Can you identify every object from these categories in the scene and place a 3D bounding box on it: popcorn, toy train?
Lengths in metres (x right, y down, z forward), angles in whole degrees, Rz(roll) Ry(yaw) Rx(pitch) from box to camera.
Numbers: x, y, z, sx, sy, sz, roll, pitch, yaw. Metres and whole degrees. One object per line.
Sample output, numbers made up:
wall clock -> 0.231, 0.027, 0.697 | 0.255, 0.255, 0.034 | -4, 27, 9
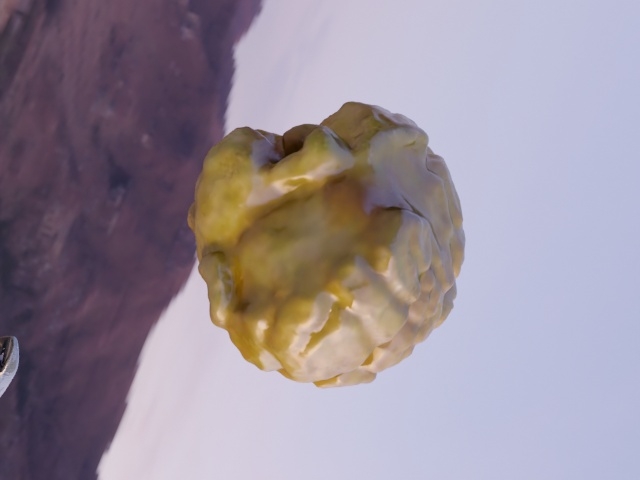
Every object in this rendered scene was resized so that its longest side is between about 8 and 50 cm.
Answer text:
popcorn -> 0.000, 0.000, 0.927 | 0.200, 0.203, 0.226 | 49, 52, -62
toy train -> -0.433, 0.187, 1.620 | 0.252, 0.048, 0.055 | -42, -118, 39
